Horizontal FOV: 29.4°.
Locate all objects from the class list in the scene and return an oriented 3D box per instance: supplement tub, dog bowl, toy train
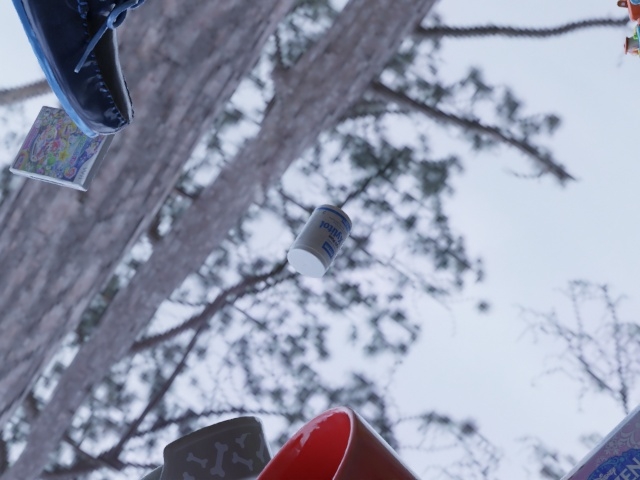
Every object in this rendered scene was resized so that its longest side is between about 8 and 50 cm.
[{"bbox_3d":[0.000,0.000,1.966,0.071,0.071,0.107,33,-124,-4],"label":"supplement tub"},{"bbox_3d":[-0.222,0.425,1.999,0.349,0.349,0.102,-1,-127,-56],"label":"dog bowl"},{"bbox_3d":[0.484,-0.336,1.888,0.166,0.046,0.125,-63,-41,-70],"label":"toy train"}]

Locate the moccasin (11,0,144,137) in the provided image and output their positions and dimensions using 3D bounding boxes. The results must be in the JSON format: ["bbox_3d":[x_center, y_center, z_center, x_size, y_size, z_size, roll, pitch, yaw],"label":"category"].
[{"bbox_3d":[-0.228,-0.251,1.133,0.137,0.117,0.342,-104,-3,-54],"label":"moccasin"}]

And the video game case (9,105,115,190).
[{"bbox_3d":[-0.286,-0.105,1.362,0.122,0.087,0.011,13,162,35],"label":"video game case"}]

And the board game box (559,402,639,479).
[{"bbox_3d":[0.458,0.302,1.340,0.318,0.319,0.066,46,169,10],"label":"board game box"}]

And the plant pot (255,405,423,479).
[{"bbox_3d":[0.044,0.364,1.377,0.243,0.275,0.275,37,-159,-10],"label":"plant pot"}]
